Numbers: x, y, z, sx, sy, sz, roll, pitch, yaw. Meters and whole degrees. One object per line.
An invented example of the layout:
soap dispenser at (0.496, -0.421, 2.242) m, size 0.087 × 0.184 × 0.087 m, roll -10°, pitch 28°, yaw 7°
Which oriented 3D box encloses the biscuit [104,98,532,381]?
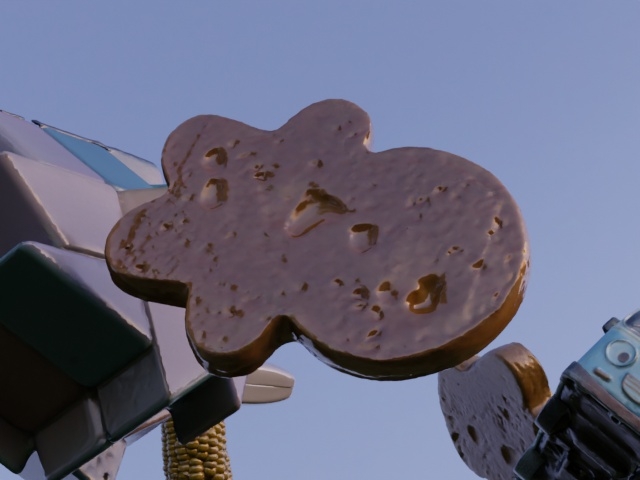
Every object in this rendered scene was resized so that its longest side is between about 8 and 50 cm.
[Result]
biscuit at (0.000, 0.002, 1.224) m, size 0.355 × 0.275 × 0.052 m, roll 11°, pitch -31°, yaw 21°

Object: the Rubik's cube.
Rubik's cube at (-0.250, 0.060, 1.446) m, size 0.358 × 0.368 × 0.387 m, roll -37°, pitch -34°, yaw 29°

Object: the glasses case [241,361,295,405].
glasses case at (-0.116, 0.156, 1.687) m, size 0.092 × 0.059 × 0.233 m, roll 6°, pitch -5°, yaw 34°

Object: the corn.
corn at (-0.173, 0.235, 2.044) m, size 0.101 × 0.291 × 0.101 m, roll -2°, pitch -8°, yaw 0°

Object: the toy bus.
toy bus at (0.292, 0.172, 1.403) m, size 0.165 × 0.133 × 0.271 m, roll -43°, pitch -20°, yaw -22°

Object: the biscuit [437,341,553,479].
biscuit at (0.274, 0.253, 2.010) m, size 0.057 × 0.344 × 0.287 m, roll -28°, pitch -59°, yaw -23°
